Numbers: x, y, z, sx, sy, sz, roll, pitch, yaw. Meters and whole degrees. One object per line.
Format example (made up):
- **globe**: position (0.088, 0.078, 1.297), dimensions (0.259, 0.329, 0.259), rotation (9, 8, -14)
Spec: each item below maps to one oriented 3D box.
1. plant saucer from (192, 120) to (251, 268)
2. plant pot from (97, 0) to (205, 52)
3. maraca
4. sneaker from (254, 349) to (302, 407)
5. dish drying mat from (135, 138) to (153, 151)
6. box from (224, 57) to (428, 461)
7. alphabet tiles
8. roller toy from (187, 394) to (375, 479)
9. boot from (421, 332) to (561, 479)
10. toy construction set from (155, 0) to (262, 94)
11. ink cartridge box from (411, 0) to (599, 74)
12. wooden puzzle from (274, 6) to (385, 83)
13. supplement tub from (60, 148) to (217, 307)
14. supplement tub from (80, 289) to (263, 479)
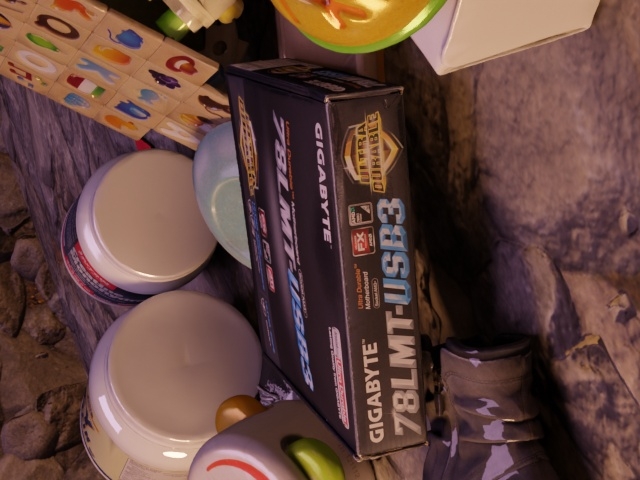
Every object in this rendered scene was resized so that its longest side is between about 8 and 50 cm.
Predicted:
- **plant saucer**: position (-0.060, -0.029, 1.292), dimensions (0.195, 0.037, 0.195), rotation (20, 131, 24)
- **plant pot**: position (-0.264, -0.339, 1.458), dimensions (0.276, 0.276, 0.254), rotation (-153, 60, -64)
- **maraca**: position (0.033, -0.174, 0.643), dimensions (0.185, 0.099, 0.127), rotation (-39, 81, 41)
- **sneaker**: position (-0.071, 0.237, 1.548), dimensions (0.086, 0.132, 0.229), rotation (26, 130, 64)
- **dish drying mat**: position (-0.270, -0.140, 1.960), dimensions (0.083, 0.008, 0.032), rotation (35, 139, 59)
- **box**: position (0.000, 0.000, 1.094), dimensions (0.293, 0.073, 0.296), rotation (-143, 45, -69)
- **alphabet tiles**: position (-0.247, -0.186, 1.272), dimensions (0.285, 0.342, 0.011), rotation (-24, 43, 65)
- **roller toy**: position (-0.041, 0.283, 1.428), dimensions (0.209, 0.146, 0.191), rotation (11, 113, 35)
- **boot**: position (0.114, 0.193, 1.089), dimensions (0.338, 0.118, 0.223), rotation (-30, 72, 61)
- **toy construction set**: position (-0.124, -0.249, 1.268), dimensions (0.215, 0.151, 0.328), rotation (46, 169, 18)
- **ink cartridge box**: position (0.069, -0.277, 0.764), dimensions (0.289, 0.121, 0.211), rotation (60, 157, 29)
- **wooden puzzle**: position (0.006, -0.217, 1.117), dimensions (0.239, 0.044, 0.221), rotation (-127, 27, -54)
- **supplement tub**: position (-0.244, -0.015, 1.722), dimensions (0.272, 0.191, 0.191), rotation (153, 99, -70)
- **supplement tub**: position (-0.202, 0.213, 1.730), dimensions (0.325, 0.235, 0.235), rotation (122, 128, -64)
